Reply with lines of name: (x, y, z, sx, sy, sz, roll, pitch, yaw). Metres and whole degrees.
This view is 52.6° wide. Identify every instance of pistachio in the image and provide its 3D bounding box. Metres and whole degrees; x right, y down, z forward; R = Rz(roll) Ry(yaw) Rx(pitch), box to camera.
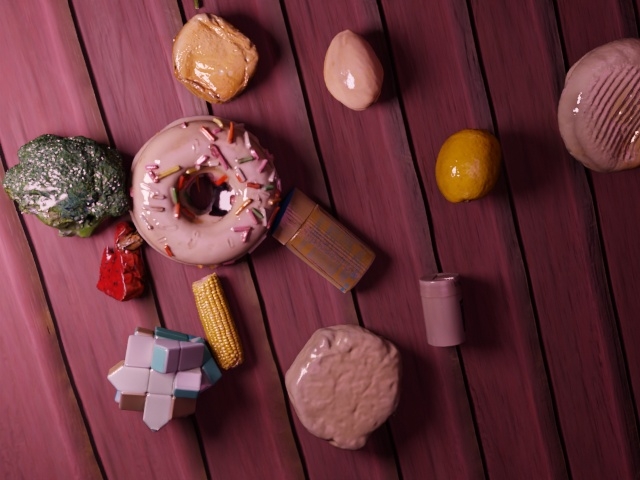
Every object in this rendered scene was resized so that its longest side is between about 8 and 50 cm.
pistachio: (0.081, -0.428, 1.638, 0.145, 0.117, 0.200, -24, 98, -4)

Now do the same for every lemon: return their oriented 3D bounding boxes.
lemon: (0.389, -0.198, 1.700, 0.170, 0.170, 0.207, 12, 84, -12)

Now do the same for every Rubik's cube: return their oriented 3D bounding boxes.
Rubik's cube: (-0.372, 0.331, 1.556, 0.265, 0.213, 0.224, 16, 90, -15)

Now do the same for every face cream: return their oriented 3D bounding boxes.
face cream: (0.000, 0.000, 1.681, 0.285, 0.067, 0.139, 39, 84, -13)

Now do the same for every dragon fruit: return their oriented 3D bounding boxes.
dragon fruit: (-0.480, 0.050, 1.598, 0.092, 0.122, 0.192, -1, 92, -51)

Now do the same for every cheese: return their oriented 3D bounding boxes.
cheese: (0.069, 0.385, 1.705, 0.318, 0.115, 0.326, -10, 98, -11)

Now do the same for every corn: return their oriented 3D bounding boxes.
corn: (-0.259, 0.208, 1.637, 0.081, 0.081, 0.248, -19, 99, -10)

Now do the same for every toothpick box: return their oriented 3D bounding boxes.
toothpick box: (0.330, 0.183, 1.743, 0.111, 0.111, 0.181, -9, 97, -11)

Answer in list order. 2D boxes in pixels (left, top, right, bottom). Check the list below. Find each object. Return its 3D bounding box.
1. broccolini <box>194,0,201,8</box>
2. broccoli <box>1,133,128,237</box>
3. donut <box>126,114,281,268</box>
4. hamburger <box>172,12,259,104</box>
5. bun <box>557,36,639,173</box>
broccolini: (-0.311, -0.641, 1.590, 0.035, 0.030, 0.140, -24, 107, -45)
broccoli: (-0.579, -0.123, 1.487, 0.294, 0.245, 0.265, 30, 44, 5)
donut: (-0.274, -0.109, 1.560, 0.382, 0.142, 0.383, -3, 103, -13)
hamburger: (-0.257, -0.443, 1.571, 0.213, 0.108, 0.214, -1, 95, -10)
bun: (0.793, -0.367, 1.742, 0.365, 0.219, 0.365, -3, 112, -8)
